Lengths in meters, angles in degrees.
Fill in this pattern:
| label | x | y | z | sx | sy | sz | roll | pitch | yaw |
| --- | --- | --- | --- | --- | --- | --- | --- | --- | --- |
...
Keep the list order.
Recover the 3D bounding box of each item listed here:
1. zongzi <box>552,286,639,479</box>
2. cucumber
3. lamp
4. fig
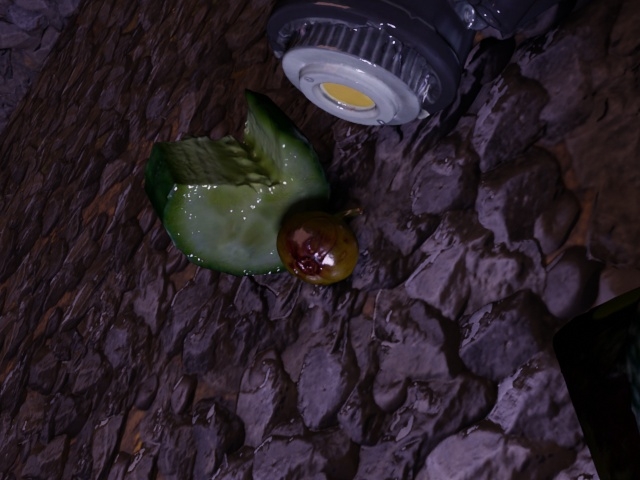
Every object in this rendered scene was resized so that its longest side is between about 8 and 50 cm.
| label | x | y | z | sx | sy | sz | roll | pitch | yaw |
| --- | --- | --- | --- | --- | --- | --- | --- | --- | --- |
| zongzi | 0.218 | 0.057 | 0.254 | 0.383 | 0.362 | 0.319 | -44 | 45 | 30 |
| cucumber | -0.091 | -0.054 | 0.846 | 0.191 | 0.191 | 0.130 | -52 | 36 | 10 |
| lamp | 0.062 | -0.260 | 0.779 | 0.374 | 0.205 | 0.272 | 37 | 91 | 42 |
| fig | 0.000 | 0.000 | 0.794 | 0.084 | 0.082 | 0.098 | -25 | 20 | 31 |
